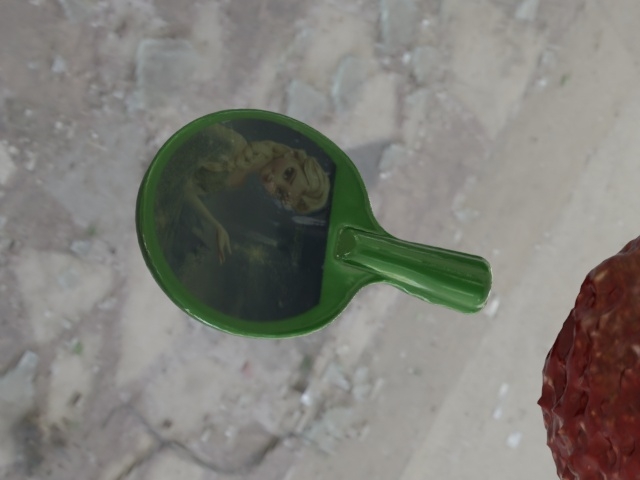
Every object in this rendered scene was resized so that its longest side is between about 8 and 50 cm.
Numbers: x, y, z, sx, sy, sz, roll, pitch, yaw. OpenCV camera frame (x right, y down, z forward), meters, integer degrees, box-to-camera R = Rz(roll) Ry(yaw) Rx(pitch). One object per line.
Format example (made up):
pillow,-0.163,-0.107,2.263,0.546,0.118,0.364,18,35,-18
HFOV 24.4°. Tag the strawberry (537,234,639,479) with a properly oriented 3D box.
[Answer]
strawberry,0.236,0.112,0.745,0.277,0.257,0.257,-83,172,-65

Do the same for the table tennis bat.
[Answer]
table tennis bat,0.000,0.000,1.009,0.257,0.039,0.160,16,70,-15
